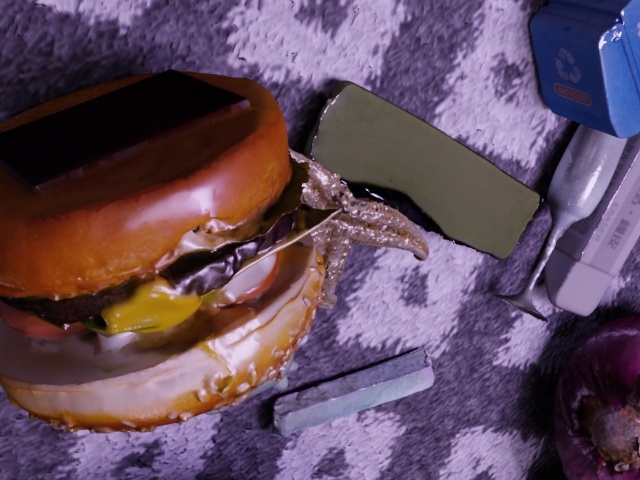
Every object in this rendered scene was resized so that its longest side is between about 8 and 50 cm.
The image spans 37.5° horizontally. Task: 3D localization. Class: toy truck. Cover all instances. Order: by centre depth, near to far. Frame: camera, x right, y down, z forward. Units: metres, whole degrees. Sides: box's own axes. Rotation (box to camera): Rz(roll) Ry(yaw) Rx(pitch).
[{"bbox_3d":[0.381,-0.273,0.979,0.175,0.146,0.367,38,90,-35],"label":"toy truck"}]

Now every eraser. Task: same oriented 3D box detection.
[{"bbox_3d":[0.365,-0.078,1.118,0.089,0.061,0.352,19,102,-37],"label":"eraser"}]

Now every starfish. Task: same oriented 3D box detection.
[{"bbox_3d":[0.000,0.002,0.913,0.247,0.050,0.138,32,112,-36],"label":"starfish"}]

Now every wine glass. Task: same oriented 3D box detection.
[{"bbox_3d":[0.281,-0.038,1.076,0.074,0.074,0.262,22,94,-38],"label":"wine glass"}]

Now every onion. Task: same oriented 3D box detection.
[{"bbox_3d":[0.424,0.206,1.239,0.349,0.159,0.267,-9,106,-46],"label":"onion"}]

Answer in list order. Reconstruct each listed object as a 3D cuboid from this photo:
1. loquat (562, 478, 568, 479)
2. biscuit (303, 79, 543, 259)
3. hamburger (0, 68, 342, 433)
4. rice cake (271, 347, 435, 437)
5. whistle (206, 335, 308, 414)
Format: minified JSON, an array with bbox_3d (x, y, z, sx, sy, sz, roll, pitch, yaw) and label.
[{"bbox_3d":[0.395,0.454,1.279,0.284,0.276,0.276,18,102,-34],"label":"loquat"},{"bbox_3d":[0.110,-0.065,0.977,0.322,0.038,0.099,23,96,-37],"label":"biscuit"},{"bbox_3d":[-0.132,0.009,0.715,0.291,0.291,0.225,-25,118,-20],"label":"hamburger"},{"bbox_3d":[0.037,0.168,1.048,0.211,0.034,0.043,-13,128,-27],"label":"rice cake"},{"bbox_3d":[-0.118,0.112,0.879,0.253,0.101,0.106,-11,160,-35],"label":"whistle"}]
